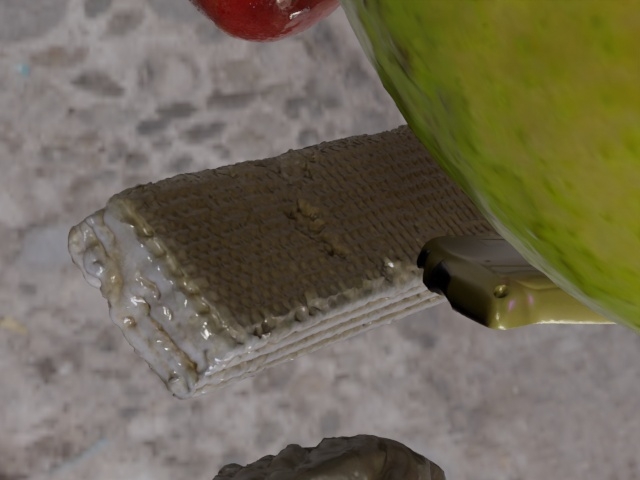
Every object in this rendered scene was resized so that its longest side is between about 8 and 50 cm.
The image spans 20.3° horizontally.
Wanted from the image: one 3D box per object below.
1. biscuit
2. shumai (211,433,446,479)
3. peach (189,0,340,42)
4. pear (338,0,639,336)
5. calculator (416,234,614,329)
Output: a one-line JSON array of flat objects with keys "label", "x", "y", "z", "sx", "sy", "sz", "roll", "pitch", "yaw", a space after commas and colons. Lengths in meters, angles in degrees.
[{"label": "biscuit", "x": 0.000, "y": 0.000, "z": 1.268, "sx": 0.078, "sy": 0.144, "sz": 0.426, "roll": -47, "pitch": 164, "yaw": 30}, {"label": "shumai", "x": -0.011, "y": 0.186, "z": 0.723, "sx": 0.206, "sy": 0.175, "sz": 0.166, "roll": -20, "pitch": 156, "yaw": -35}, {"label": "peach", "x": -0.064, "y": -0.332, "z": 1.940, "sx": 0.249, "sy": 0.245, "sz": 0.274, "roll": 2, "pitch": 142, "yaw": -2}, {"label": "pear", "x": 0.176, "y": -0.137, "z": 0.510, "sx": 0.391, "sy": 0.391, "sz": 0.391, "roll": -3, "pitch": 131, "yaw": -4}, {"label": "calculator", "x": 0.143, "y": 0.019, "z": 1.141, "sx": 0.157, "sy": 0.236, "sz": 0.033, "roll": -1, "pitch": 99, "yaw": -7}]
